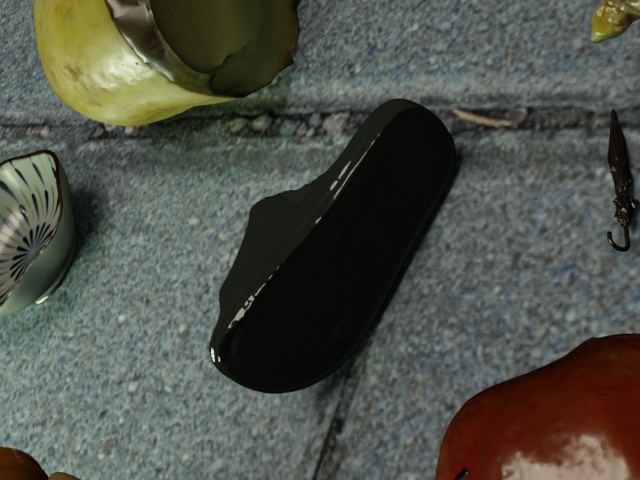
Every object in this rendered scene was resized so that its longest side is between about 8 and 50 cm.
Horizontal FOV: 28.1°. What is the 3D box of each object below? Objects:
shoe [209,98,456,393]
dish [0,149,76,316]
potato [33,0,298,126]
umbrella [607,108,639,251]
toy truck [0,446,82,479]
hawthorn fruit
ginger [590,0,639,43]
[{"bbox_3d":[0.000,0.000,0.939,0.241,0.108,0.093,-55,38,-7],"label":"shoe"},{"bbox_3d":[-0.291,0.006,1.253,0.190,0.066,0.191,-25,49,31],"label":"dish"},{"bbox_3d":[-0.157,-0.212,1.156,0.242,0.242,0.285,-24,56,33],"label":"potato"},{"bbox_3d":[0.196,-0.039,0.833,0.013,0.022,0.122,-52,21,48],"label":"umbrella"},{"bbox_3d":[-0.204,0.284,0.880,0.288,0.211,0.204,-43,42,11],"label":"toy truck"},{"bbox_3d":[0.155,0.155,0.628,0.185,0.185,0.202,-43,46,17],"label":"hawthorn fruit"},{"bbox_3d":[0.244,-0.199,0.784,0.216,0.157,0.102,-48,25,21],"label":"ginger"}]
